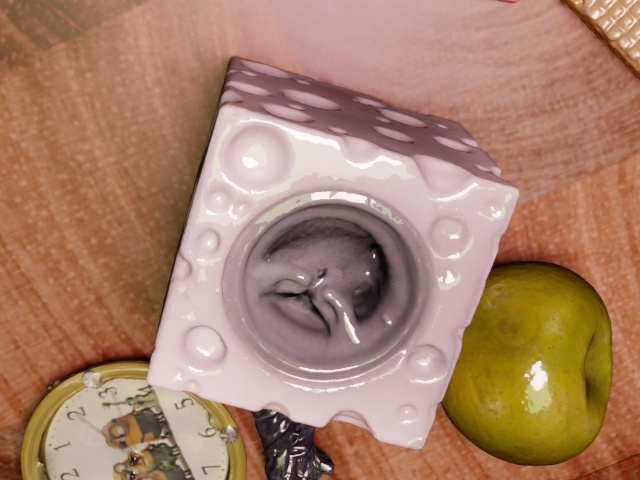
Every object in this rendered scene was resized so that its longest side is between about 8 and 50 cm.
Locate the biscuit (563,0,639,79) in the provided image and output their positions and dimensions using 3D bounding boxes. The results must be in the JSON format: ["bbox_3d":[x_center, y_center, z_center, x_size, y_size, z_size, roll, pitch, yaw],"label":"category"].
[{"bbox_3d":[0.269,-0.236,0.901,0.378,0.054,0.094,39,104,-16],"label":"biscuit"}]

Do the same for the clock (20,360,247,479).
[{"bbox_3d":[-0.193,0.227,1.037,0.237,0.057,0.237,-1,107,-3],"label":"clock"}]

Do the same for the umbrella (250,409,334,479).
[{"bbox_3d":[-0.050,0.163,1.020,0.071,0.080,0.224,-13,107,40],"label":"umbrella"}]

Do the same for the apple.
[{"bbox_3d":[0.197,0.117,0.956,0.156,0.196,0.196,5,112,27],"label":"apple"}]

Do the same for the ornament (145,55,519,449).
[{"bbox_3d":[0.000,0.000,0.871,0.239,0.240,0.239,15,109,-9],"label":"ornament"}]

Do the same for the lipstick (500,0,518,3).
[{"bbox_3d":[0.071,-0.248,0.887,0.234,0.053,0.053,8,109,-8],"label":"lipstick"}]
